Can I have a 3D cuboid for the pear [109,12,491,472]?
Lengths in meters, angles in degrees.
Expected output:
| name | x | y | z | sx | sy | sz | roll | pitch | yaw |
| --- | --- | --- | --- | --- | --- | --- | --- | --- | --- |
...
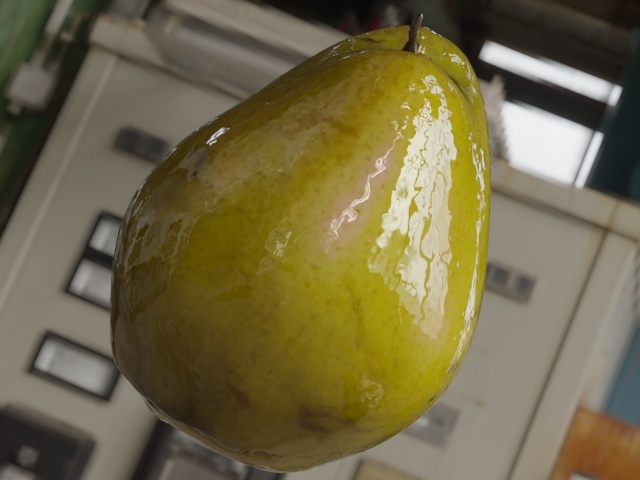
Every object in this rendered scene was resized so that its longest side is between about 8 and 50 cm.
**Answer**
| name | x | y | z | sx | sy | sz | roll | pitch | yaw |
| --- | --- | --- | --- | --- | --- | --- | --- | --- | --- |
| pear | -0.011 | 0.000 | 1.292 | 0.284 | 0.336 | 0.285 | 11 | -9 | 2 |
